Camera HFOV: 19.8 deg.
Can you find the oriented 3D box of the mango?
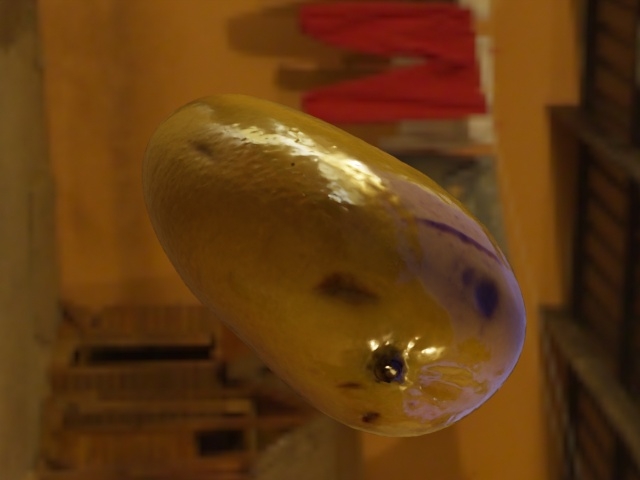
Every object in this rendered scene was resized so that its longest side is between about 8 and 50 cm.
[{"bbox_3d":[0.000,0.000,1.676,0.445,0.301,0.220,46,-67,40],"label":"mango"}]
